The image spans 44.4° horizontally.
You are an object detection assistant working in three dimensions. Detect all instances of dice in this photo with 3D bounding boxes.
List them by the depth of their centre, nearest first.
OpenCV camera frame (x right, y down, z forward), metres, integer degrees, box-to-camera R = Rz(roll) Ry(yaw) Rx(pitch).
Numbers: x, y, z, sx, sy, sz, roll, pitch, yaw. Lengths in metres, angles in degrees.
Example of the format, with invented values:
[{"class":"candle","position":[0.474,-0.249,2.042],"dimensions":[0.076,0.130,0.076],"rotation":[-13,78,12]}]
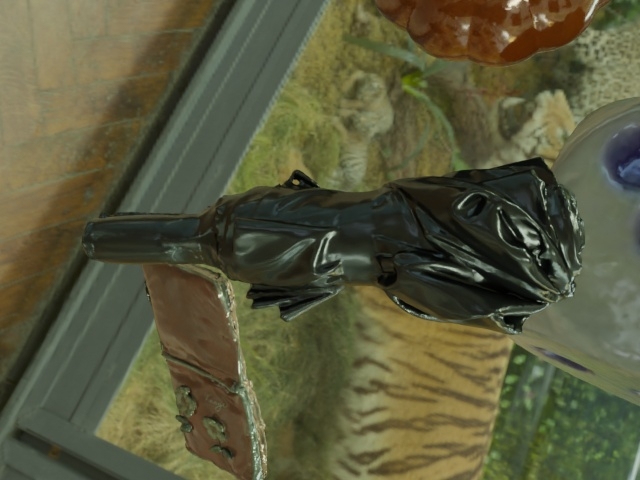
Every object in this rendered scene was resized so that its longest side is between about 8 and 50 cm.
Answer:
[{"class":"dice","position":[0.347,0.028,0.787],"dimensions":[0.259,0.251,0.243],"rotation":[-64,153,-5]}]

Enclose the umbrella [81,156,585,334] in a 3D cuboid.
[{"class":"umbrella","position":[0.000,0.000,0.531],"dimensions":[0.118,0.341,0.118],"rotation":[2,90,-79]}]

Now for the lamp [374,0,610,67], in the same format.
[{"class":"lamp","position":[0.139,-0.250,0.626],"dimensions":[0.196,0.223,0.223],"rotation":[-26,125,-76]}]

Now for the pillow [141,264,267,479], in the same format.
[{"class":"pillow","position":[-0.110,0.122,0.748],"dimensions":[0.043,0.126,0.232],"rotation":[-31,121,-42]}]
